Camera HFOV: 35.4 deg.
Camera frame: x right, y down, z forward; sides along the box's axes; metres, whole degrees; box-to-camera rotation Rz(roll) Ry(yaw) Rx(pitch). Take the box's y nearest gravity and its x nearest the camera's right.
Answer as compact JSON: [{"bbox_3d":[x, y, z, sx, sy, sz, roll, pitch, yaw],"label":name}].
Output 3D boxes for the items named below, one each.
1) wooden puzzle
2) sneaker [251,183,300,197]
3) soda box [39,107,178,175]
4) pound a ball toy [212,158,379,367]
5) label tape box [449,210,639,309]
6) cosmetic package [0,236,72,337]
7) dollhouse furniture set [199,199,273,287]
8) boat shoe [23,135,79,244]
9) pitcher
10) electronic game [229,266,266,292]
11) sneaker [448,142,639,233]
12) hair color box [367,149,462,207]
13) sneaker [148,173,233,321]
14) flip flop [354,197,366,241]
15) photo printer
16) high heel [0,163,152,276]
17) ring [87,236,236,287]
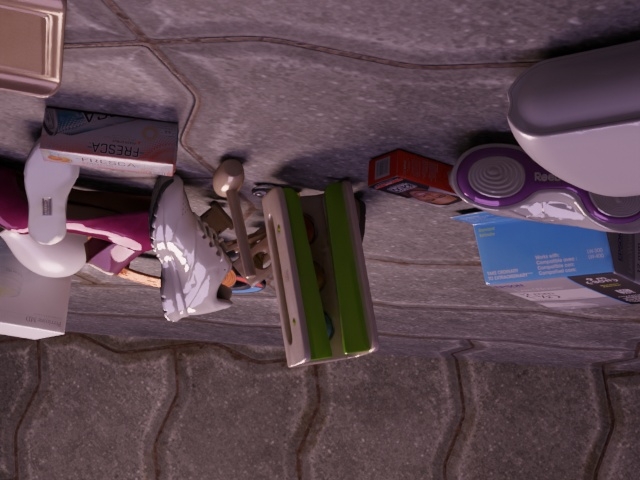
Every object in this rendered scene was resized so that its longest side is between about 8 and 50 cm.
[{"bbox_3d":[-0.384,-0.235,1.068,0.220,0.044,0.239,9,161,-14],"label":"wooden puzzle"},{"bbox_3d":[-0.072,-0.069,1.634,0.083,0.035,0.031,9,165,-18],"label":"sneaker"},{"bbox_3d":[-0.288,-0.135,1.382,0.183,0.063,0.058,6,166,-8],"label":"soda box"},{"bbox_3d":[-0.049,0.034,1.558,0.208,0.319,0.136,-7,170,-20],"label":"pound a ball toy"},{"bbox_3d":[0.419,0.031,1.718,0.249,0.115,0.347,-9,163,43],"label":"label tape box"},{"bbox_3d":[-0.613,0.063,1.954,0.224,0.225,0.138,15,163,-39],"label":"cosmetic package"},{"bbox_3d":[-0.132,-0.029,1.810,0.161,0.101,0.182,50,-173,-13],"label":"dollhouse furniture set"},{"bbox_3d":[-0.412,-0.091,1.519,0.077,0.070,0.219,4,136,-19],"label":"boat shoe"},{"bbox_3d":[-0.541,-0.020,1.857,0.177,0.126,0.207,20,166,36],"label":"pitcher"},{"bbox_3d":[-0.239,0.091,2.310,0.229,0.048,0.229,5,166,1],"label":"electronic game"},{"bbox_3d":[0.323,-0.078,1.373,0.305,0.114,0.152,9,180,-2],"label":"sneaker"},{"bbox_3d":[0.146,-0.089,1.465,0.141,0.043,0.072,13,163,-32],"label":"hair color box"},{"bbox_3d":[-0.217,0.008,1.683,0.129,0.111,0.297,-5,132,-1],"label":"sneaker"},{"bbox_3d":[0.000,0.000,1.728,0.080,0.112,0.277,2,164,-20],"label":"flip flop"},{"bbox_3d":[0.372,-0.130,1.089,0.307,0.107,0.256,-6,163,36],"label":"photo printer"},{"bbox_3d":[-0.416,-0.081,1.666,0.181,0.127,0.377,-42,137,16],"label":"high heel"},{"bbox_3d":[-0.338,0.039,2.096,0.336,0.032,0.336,8,160,3],"label":"ring"}]
